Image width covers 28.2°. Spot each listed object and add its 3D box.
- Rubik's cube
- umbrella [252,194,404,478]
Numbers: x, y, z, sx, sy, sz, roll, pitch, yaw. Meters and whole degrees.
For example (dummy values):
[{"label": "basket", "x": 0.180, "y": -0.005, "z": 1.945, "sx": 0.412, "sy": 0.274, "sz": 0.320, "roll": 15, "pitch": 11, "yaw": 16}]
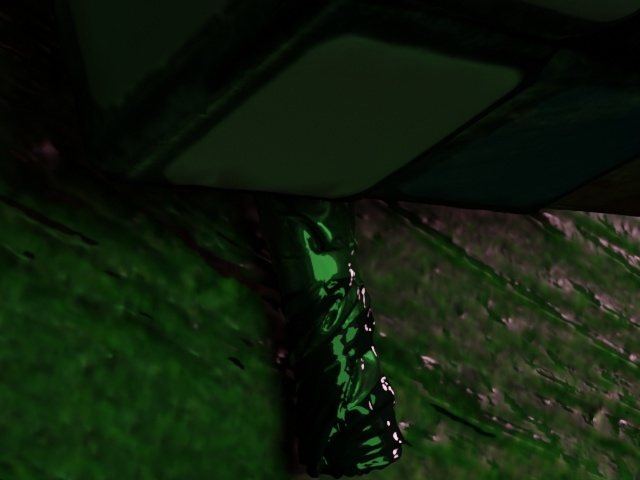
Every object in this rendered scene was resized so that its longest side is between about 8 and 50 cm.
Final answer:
[{"label": "Rubik's cube", "x": 0.109, "y": -0.225, "z": 0.439, "sx": 0.359, "sy": 0.362, "sz": 0.363, "roll": 7, "pitch": 64, "yaw": -44}, {"label": "umbrella", "x": 0.000, "y": 0.000, "z": 0.509, "sx": 0.046, "sy": 0.050, "sz": 0.188, "roll": 4, "pitch": 74, "yaw": -64}]
